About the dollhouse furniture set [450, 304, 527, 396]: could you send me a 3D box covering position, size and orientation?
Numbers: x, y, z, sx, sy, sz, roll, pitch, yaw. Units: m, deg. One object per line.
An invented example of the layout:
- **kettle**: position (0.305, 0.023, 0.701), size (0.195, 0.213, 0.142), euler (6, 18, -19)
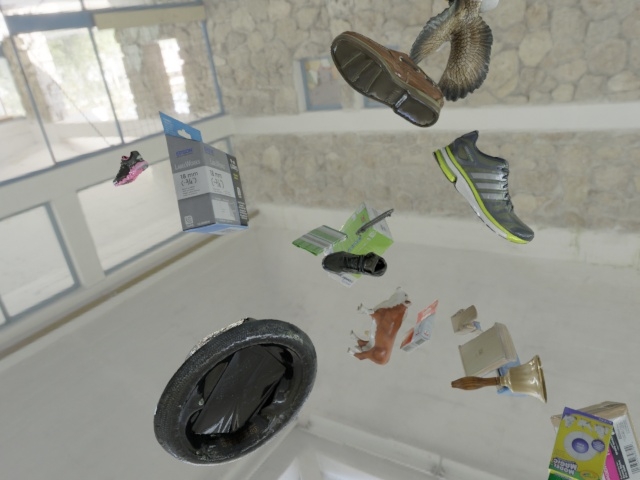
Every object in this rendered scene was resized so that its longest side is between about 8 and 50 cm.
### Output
- **dollhouse furniture set**: position (0.676, 0.383, 1.821), size (0.303, 0.198, 0.286), euler (16, -132, -25)

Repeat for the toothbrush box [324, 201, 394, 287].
- **toothbrush box**: position (0.149, 0.018, 2.082), size (0.283, 0.122, 0.206), euler (-48, -153, 22)

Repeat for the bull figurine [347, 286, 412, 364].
- **bull figurine**: position (0.218, 0.313, 1.857), size (0.188, 0.310, 0.101), euler (14, -171, -1)

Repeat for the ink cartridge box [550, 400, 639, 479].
- **ink cartridge box**: position (0.777, 0.587, 1.399), size (0.193, 0.235, 0.088), euler (-11, 170, -12)

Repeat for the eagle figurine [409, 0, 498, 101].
- **eagle figurine**: position (0.369, -0.572, 1.410), size (0.226, 0.225, 0.298), euler (7, -115, 11)

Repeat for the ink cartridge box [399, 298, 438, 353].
- **ink cartridge box**: position (0.355, 0.301, 1.811), size (0.045, 0.145, 0.179), euler (27, -128, -8)

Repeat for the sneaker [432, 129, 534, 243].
- **sneaker**: position (0.389, -0.118, 1.138), size (0.121, 0.300, 0.111), euler (-41, -176, 22)

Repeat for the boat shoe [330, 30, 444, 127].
- **boat shoe**: position (0.158, -0.387, 1.179), size (0.111, 0.307, 0.104), euler (-26, -144, 53)

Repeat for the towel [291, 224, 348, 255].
- **towel**: position (0.000, 0.000, 1.592), size (0.113, 0.023, 0.152), euler (23, -142, 36)

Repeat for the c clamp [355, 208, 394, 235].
- **c clamp**: position (0.178, -0.062, 1.672), size (0.160, 0.022, 0.137), euler (-32, 170, 15)

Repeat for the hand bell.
- **hand bell**: position (0.480, 0.387, 1.384), size (0.242, 0.126, 0.126), euler (-12, -160, 27)

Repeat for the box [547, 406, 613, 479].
- **box**: position (0.578, 0.474, 1.127), size (0.105, 0.043, 0.179), euler (11, -124, 34)

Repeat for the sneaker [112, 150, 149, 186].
- **sneaker**: position (-0.461, -0.173, 1.205), size (0.119, 0.057, 0.047), euler (-31, -177, 29)

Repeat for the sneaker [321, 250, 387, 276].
- **sneaker**: position (0.119, 0.075, 1.717), size (0.227, 0.087, 0.130), euler (9, 166, -1)

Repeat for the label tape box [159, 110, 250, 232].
- **label tape box**: position (-0.319, -0.191, 1.427), size (0.106, 0.334, 0.240), euler (-13, 176, 13)

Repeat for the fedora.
- **fedora**: position (-0.175, 0.269, 0.992), size (0.334, 0.334, 0.152), euler (-19, -148, -22)
